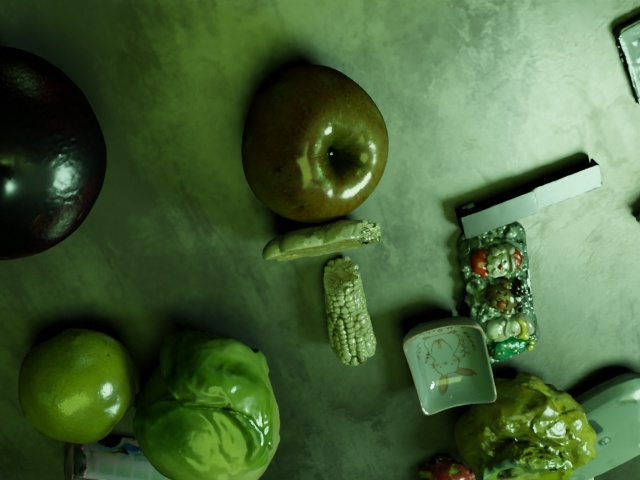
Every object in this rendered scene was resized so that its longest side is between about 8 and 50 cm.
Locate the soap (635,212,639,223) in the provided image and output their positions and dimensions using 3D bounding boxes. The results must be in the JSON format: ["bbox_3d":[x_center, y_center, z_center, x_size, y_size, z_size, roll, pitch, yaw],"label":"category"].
[{"bbox_3d":[0.695,-0.023,1.533,0.198,0.063,0.114,31,113,-27],"label":"soap"}]

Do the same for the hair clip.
[{"bbox_3d":[0.338,0.115,1.532,0.138,0.091,0.321,-16,123,2],"label":"hair clip"}]

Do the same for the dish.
[{"bbox_3d":[0.246,0.228,1.585,0.151,0.077,0.212,-14,124,8],"label":"dish"}]

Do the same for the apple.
[{"bbox_3d":[-0.017,-0.144,1.248,0.237,0.207,0.237,-10,114,-24],"label":"apple"}]

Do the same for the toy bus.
[{"bbox_3d":[-0.354,0.441,1.592,0.274,0.112,0.090,13,126,-19],"label":"toy bus"}]

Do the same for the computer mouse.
[{"bbox_3d":[0.600,0.399,1.765,0.331,0.095,0.197,-36,107,23],"label":"computer mouse"}]

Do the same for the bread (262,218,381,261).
[{"bbox_3d":[0.000,0.000,1.328,0.182,0.251,0.039,-10,86,13],"label":"bread"}]

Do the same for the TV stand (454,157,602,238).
[{"bbox_3d":[0.365,-0.075,1.447,0.256,0.040,0.049,-21,122,2],"label":"TV stand"}]

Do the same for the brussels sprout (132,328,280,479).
[{"bbox_3d":[-0.205,0.300,1.470,0.259,0.227,0.294,-36,97,20],"label":"brussels sprout"}]

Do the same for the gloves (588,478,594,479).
[{"bbox_3d":[0.604,0.577,1.917,0.081,0.037,0.044,-43,156,10],"label":"gloves"}]

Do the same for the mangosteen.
[{"bbox_3d":[-0.432,-0.109,1.102,0.297,0.313,0.297,-5,112,-13],"label":"mangosteen"}]

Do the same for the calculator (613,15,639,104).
[{"bbox_3d":[0.618,-0.339,1.343,0.262,0.021,0.161,-28,123,7],"label":"calculator"}]

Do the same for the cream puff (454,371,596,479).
[{"bbox_3d":[0.409,0.407,1.653,0.282,0.185,0.282,3,114,6],"label":"cream puff"}]

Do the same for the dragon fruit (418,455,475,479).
[{"bbox_3d":[0.272,0.507,1.777,0.116,0.081,0.086,20,125,11],"label":"dragon fruit"}]

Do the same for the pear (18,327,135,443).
[{"bbox_3d":[-0.413,0.247,1.408,0.198,0.198,0.198,-5,123,-8],"label":"pear"}]

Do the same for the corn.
[{"bbox_3d":[0.049,0.134,1.490,0.087,0.087,0.211,-14,124,-3],"label":"corn"}]
